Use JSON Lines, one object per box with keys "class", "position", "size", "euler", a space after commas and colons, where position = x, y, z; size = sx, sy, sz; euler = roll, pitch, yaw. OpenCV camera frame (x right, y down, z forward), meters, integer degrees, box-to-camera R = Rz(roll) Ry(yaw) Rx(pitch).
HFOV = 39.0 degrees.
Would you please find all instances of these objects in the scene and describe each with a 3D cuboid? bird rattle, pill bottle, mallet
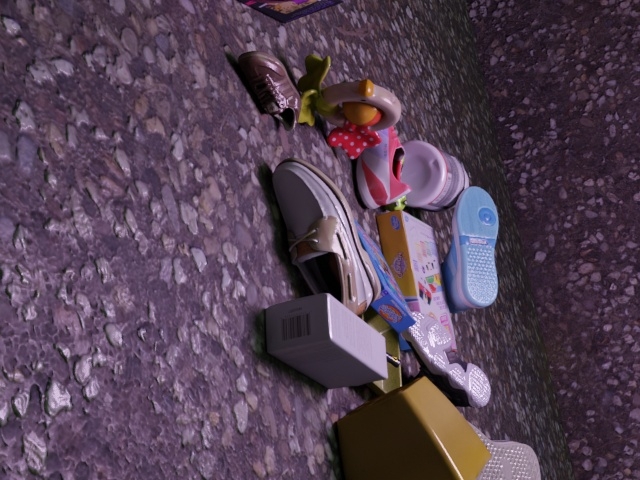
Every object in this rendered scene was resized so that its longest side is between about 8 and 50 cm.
{"class": "bird rattle", "position": [0.063, -0.251, 1.798], "size": [0.253, 0.207, 0.143], "euler": [39, 59, -42]}
{"class": "pill bottle", "position": [0.270, -0.154, 2.260], "size": [0.283, 0.161, 0.161], "euler": [5, 71, -67]}
{"class": "mallet", "position": [0.074, 0.174, 1.657], "size": [0.190, 0.039, 0.062], "euler": [30, 41, -29]}

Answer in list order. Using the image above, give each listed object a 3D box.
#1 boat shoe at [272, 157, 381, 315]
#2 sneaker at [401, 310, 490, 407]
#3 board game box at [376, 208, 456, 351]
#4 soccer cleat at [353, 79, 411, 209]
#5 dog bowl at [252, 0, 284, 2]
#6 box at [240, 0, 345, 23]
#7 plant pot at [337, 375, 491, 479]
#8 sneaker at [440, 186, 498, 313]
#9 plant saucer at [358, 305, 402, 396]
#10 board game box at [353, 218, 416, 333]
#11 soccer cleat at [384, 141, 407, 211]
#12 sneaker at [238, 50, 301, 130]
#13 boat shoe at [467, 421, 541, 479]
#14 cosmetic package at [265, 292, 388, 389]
{"class": "boat shoe", "position": [0.000, 0.000, 1.571], "size": [0.302, 0.113, 0.103], "euler": [58, 41, -8]}
{"class": "sneaker", "position": [0.229, 0.271, 1.930], "size": [0.268, 0.153, 0.101], "euler": [46, 46, -14]}
{"class": "board game box", "position": [0.227, 0.105, 2.115], "size": [0.242, 0.064, 0.316], "euler": [22, 56, -63]}
{"class": "soccer cleat", "position": [0.133, -0.226, 2.034], "size": [0.109, 0.117, 0.318], "euler": [36, 44, -57]}
{"class": "dog bowl", "position": [-0.087, -0.567, 1.455], "size": [0.408, 0.150, 0.407], "euler": [5, 77, -24]}
{"class": "box", "position": [-0.080, -0.530, 1.689], "size": [0.270, 0.143, 0.165], "euler": [-2, 78, -68]}
{"class": "plant pot", "position": [0.150, 0.362, 1.598], "size": [0.187, 0.212, 0.212], "euler": [65, 21, 7]}
{"class": "sneaker", "position": [0.346, 0.034, 2.277], "size": [0.127, 0.208, 0.318], "euler": [14, 67, -19]}
{"class": "plant saucer", "position": [0.102, 0.214, 1.769], "size": [0.188, 0.045, 0.188], "euler": [46, 36, -50]}
{"class": "board game box", "position": [0.103, 0.063, 1.782], "size": [0.160, 0.047, 0.210], "euler": [47, 15, -49]}
{"class": "soccer cleat", "position": [0.162, -0.154, 2.110], "size": [0.060, 0.072, 0.178], "euler": [-5, 92, -29]}
{"class": "sneaker", "position": [-0.083, -0.265, 1.611], "size": [0.188, 0.066, 0.071], "euler": [40, 42, -54]}
{"class": "boat shoe", "position": [0.303, 0.488, 1.942], "size": [0.500, 0.156, 0.186], "euler": [24, 58, -48]}
{"class": "cosmetic package", "position": [0.014, 0.172, 1.494], "size": [0.231, 0.117, 0.085], "euler": [41, 40, -55]}
